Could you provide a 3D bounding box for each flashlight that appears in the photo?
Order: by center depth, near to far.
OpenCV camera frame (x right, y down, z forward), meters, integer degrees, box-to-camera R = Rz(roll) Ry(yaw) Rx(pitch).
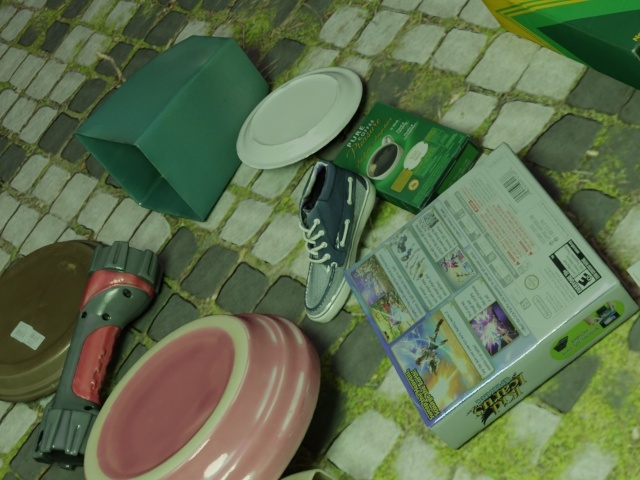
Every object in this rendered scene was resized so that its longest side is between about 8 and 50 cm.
[{"bbox_3d":[-0.291,0.154,1.666,0.103,0.103,0.304,-39,36,54],"label":"flashlight"}]

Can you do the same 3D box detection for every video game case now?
[{"bbox_3d":[0.175,0.054,1.352,0.244,0.061,0.269,-38,40,9],"label":"video game case"}]

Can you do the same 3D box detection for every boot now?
[{"bbox_3d":[0.000,0.000,1.505,0.069,0.086,0.190,6,77,47],"label":"boot"}]

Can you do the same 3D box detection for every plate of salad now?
[{"bbox_3d":[-0.026,-0.165,1.719,0.199,0.048,0.200,-22,38,18],"label":"plate of salad"}]

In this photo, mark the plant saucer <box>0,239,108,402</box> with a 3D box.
[{"bbox_3d":[-0.406,0.107,1.818,0.277,0.041,0.278,-18,48,21],"label":"plant saucer"}]

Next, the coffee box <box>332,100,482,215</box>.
[{"bbox_3d":[0.105,-0.102,1.555,0.184,0.040,0.113,27,80,49],"label":"coffee box"}]

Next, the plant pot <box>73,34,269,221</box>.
[{"bbox_3d":[-0.196,-0.177,1.799,0.165,0.165,0.234,13,60,46],"label":"plant pot"}]

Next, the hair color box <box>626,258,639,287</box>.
[{"bbox_3d":[0.393,0.017,1.195,0.167,0.053,0.093,-39,39,12],"label":"hair color box"}]

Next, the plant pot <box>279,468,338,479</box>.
[{"bbox_3d":[-0.014,0.305,1.291,0.096,0.109,0.109,-8,53,54],"label":"plant pot"}]

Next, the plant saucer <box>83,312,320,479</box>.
[{"bbox_3d":[-0.152,0.206,1.417,0.332,0.084,0.332,-32,30,21],"label":"plant saucer"}]

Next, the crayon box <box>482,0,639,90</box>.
[{"bbox_3d":[0.400,-0.373,1.461,0.363,0.106,0.313,-49,40,-1],"label":"crayon box"}]
